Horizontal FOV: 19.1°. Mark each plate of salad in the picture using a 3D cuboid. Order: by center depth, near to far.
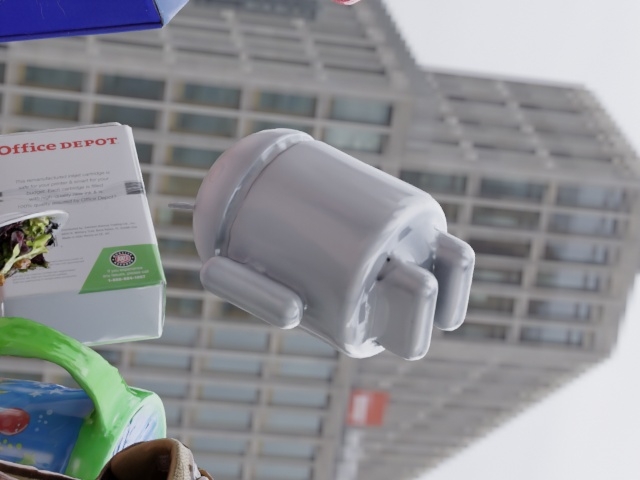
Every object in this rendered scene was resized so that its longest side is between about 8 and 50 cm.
[{"bbox_3d":[-0.302,0.028,1.621,0.048,0.200,0.200,63,-20,8],"label":"plate of salad"}]

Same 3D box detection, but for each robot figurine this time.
[{"bbox_3d":[0.000,0.000,2.140,0.353,0.300,0.200,29,-51,27],"label":"robot figurine"}]

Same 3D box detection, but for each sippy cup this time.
[{"bbox_3d":[-0.287,0.226,1.774,0.240,0.224,0.305,32,72,-79],"label":"sippy cup"}]

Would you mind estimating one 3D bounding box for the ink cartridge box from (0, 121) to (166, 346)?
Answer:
[{"bbox_3d":[-0.251,-0.005,1.899,0.092,0.160,0.219,97,-17,-47],"label":"ink cartridge box"}]

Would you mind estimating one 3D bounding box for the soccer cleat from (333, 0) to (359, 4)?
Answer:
[{"bbox_3d":[0.045,-0.382,2.090,0.095,0.083,0.248,-47,149,-73],"label":"soccer cleat"}]

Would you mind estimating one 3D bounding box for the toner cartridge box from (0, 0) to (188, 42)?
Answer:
[{"bbox_3d":[-0.206,-0.298,1.208,0.075,0.165,0.348,-56,137,-49],"label":"toner cartridge box"}]

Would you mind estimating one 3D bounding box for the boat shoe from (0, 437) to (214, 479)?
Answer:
[{"bbox_3d":[-0.106,0.193,1.265,0.123,0.342,0.123,23,-81,48],"label":"boat shoe"}]
